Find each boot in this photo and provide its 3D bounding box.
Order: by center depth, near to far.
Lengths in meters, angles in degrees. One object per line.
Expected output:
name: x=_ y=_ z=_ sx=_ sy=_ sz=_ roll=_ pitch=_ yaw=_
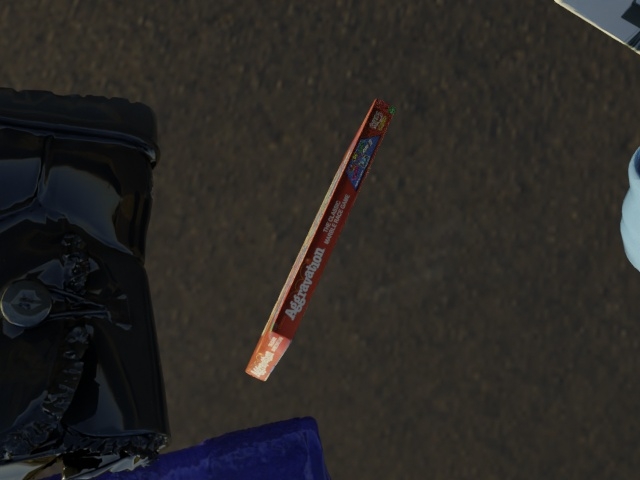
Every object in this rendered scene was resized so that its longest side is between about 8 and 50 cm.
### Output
boot: x=-0.200 y=0.024 z=0.876 sx=0.246 sy=0.207 sz=0.094 roll=3 pitch=157 yaw=-10

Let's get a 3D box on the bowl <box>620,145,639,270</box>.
bowl: x=0.441 y=-0.052 z=1.362 sx=0.391 sy=0.391 sz=0.077 roll=-4 pitch=110 yaw=18

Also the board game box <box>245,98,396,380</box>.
board game box: x=0.000 y=0.000 z=1.721 sx=0.027 sy=0.281 sz=0.145 roll=25 pitch=156 yaw=-1

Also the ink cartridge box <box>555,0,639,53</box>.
ink cartridge box: x=0.279 y=-0.221 z=1.414 sx=0.208 sy=0.153 sz=0.087 roll=27 pitch=116 yaw=-25

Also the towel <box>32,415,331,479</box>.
towel: x=-0.130 y=0.296 z=1.531 sx=0.308 sy=0.076 sz=0.227 roll=-12 pitch=100 yaw=-9
